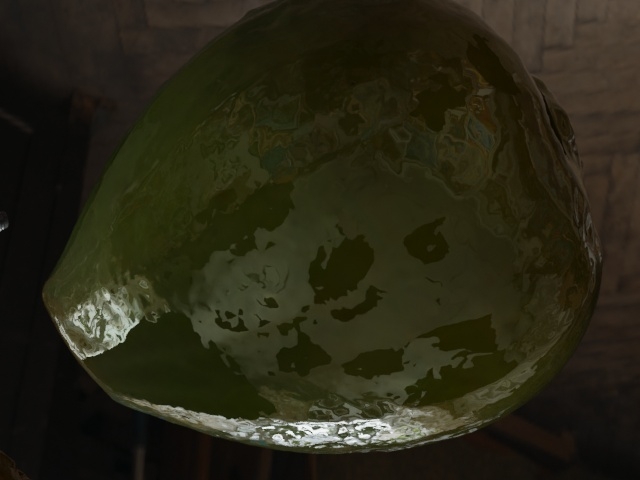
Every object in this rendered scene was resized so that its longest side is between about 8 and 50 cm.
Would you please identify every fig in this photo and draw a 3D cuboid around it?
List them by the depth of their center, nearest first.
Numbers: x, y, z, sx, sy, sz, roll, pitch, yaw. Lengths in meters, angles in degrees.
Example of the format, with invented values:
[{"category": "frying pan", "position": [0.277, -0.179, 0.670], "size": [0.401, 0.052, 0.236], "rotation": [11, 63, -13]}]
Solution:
[{"category": "fig", "position": [0.004, -0.004, 0.584], "size": [0.230, 0.207, 0.207], "rotation": [-22, 133, 24]}]

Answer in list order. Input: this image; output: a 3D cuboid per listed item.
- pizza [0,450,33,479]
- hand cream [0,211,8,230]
[{"category": "pizza", "position": [-0.140, 0.139, 0.537], "size": [0.161, 0.062, 0.182], "rotation": [13, 143, 31]}, {"category": "hand cream", "position": [-0.403, 0.005, 1.245], "size": [0.224, 0.083, 0.048], "rotation": [-14, 163, -33]}]
